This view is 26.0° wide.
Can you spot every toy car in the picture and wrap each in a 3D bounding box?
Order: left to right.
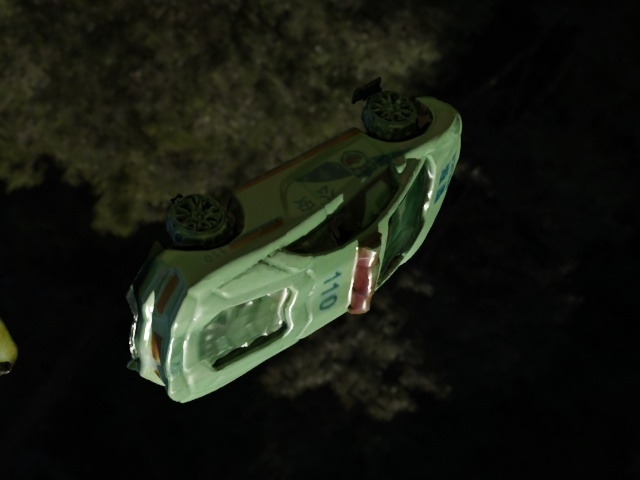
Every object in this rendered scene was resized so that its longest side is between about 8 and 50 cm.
[{"bbox_3d":[0.000,0.000,0.573,0.058,0.186,0.093,39,142,28],"label":"toy car"}]

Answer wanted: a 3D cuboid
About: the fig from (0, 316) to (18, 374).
[{"bbox_3d":[-0.232,0.042,0.785,0.151,0.151,0.259,33,175,38],"label":"fig"}]
